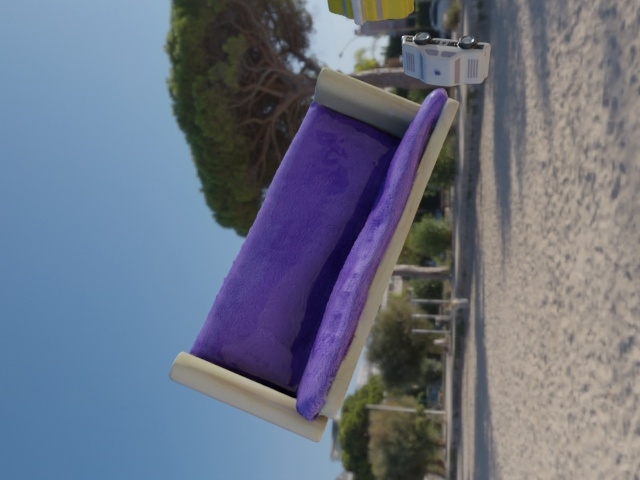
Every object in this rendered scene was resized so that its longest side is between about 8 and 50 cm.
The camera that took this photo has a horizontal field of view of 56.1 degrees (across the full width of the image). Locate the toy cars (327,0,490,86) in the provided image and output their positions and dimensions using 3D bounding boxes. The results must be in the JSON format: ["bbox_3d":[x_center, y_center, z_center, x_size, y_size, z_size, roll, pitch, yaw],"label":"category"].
[{"bbox_3d":[0.168,-0.422,1.223,0.176,0.393,0.087,-35,24,55],"label":"toy cars"}]

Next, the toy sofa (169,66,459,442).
[{"bbox_3d":[0.000,0.000,0.601,0.177,0.150,0.363,101,-167,-69],"label":"toy sofa"}]
